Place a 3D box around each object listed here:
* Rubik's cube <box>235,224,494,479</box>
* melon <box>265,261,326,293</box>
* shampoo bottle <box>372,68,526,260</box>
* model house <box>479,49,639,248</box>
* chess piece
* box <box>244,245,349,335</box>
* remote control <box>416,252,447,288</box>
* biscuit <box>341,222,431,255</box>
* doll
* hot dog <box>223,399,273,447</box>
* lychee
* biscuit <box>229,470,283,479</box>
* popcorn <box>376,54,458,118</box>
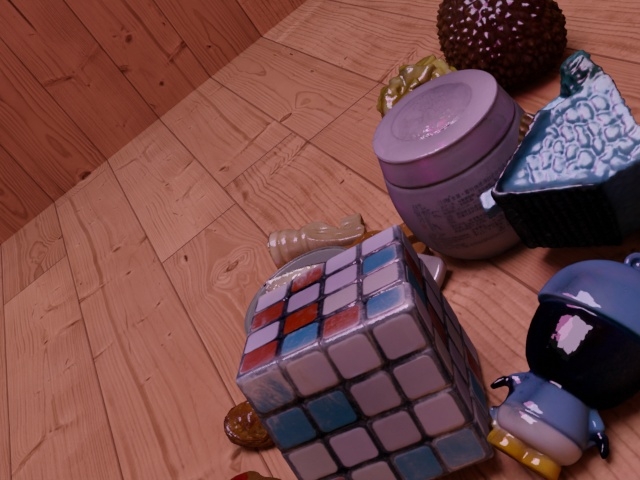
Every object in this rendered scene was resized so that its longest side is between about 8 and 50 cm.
[{"bbox_3d":[0.063,0.174,1.155,0.256,0.259,0.253,-27,21,15],"label":"Rubik's cube"},{"bbox_3d":[-0.003,0.077,1.312,0.182,0.054,0.098,-28,35,15],"label":"melon"},{"bbox_3d":[0.243,-0.126,1.424,0.272,0.266,0.273,-26,30,17],"label":"shampoo bottle"},{"bbox_3d":[0.355,-0.098,1.245,0.241,0.261,0.226,-33,58,12],"label":"model house"},{"bbox_3d":[0.000,0.000,1.722,0.200,0.090,0.090,-15,34,16],"label":"chess piece"},{"bbox_3d":[0.005,0.139,1.418,0.226,0.149,0.226,-27,30,17],"label":"box"},{"bbox_3d":[0.133,0.057,1.480,0.190,0.029,0.088,13,69,43],"label":"remote control"},{"bbox_3d":[0.105,0.030,1.588,0.236,0.040,0.144,-20,28,29],"label":"biscuit"},{"bbox_3d":[0.331,0.146,1.056,0.177,0.141,0.314,30,79,27],"label":"doll"},{"bbox_3d":[-0.098,0.293,1.398,0.147,0.065,0.099,-34,27,30],"label":"hot dog"},{"bbox_3d":[0.374,-0.448,1.769,0.267,0.267,0.268,-28,30,17],"label":"lychee"},{"bbox_3d":[-0.106,0.472,1.148,0.358,0.074,0.381,-32,32,4],"label":"biscuit"},{"bbox_3d":[0.213,-0.258,1.724,0.259,0.212,0.259,-27,23,12],"label":"popcorn"}]
